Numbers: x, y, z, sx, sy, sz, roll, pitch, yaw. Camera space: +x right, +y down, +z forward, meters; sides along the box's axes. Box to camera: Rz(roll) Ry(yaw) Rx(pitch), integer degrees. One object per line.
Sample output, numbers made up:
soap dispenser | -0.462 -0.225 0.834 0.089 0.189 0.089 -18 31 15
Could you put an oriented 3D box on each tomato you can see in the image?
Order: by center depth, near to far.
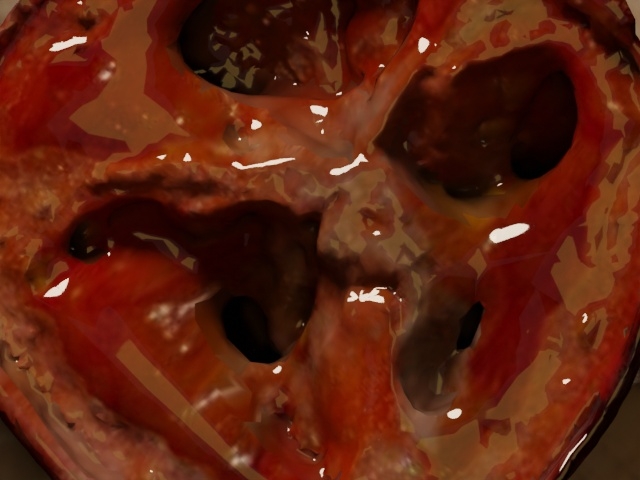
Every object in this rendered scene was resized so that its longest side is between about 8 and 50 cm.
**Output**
tomato | 0.001 0.002 0.588 0.228 0.101 0.228 -1 85 7

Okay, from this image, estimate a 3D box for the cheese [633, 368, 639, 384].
cheese | 0.121 -0.016 0.658 0.191 0.042 0.105 -29 84 -20
